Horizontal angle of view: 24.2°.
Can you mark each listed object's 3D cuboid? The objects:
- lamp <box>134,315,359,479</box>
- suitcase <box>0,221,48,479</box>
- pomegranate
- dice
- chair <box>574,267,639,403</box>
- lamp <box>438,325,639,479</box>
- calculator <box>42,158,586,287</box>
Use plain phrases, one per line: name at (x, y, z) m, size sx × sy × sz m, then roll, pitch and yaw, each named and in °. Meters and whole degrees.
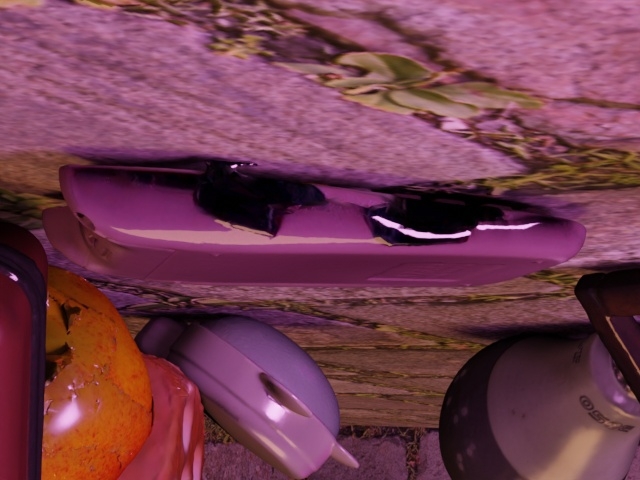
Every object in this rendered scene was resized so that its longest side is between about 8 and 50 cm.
lamp at (-0.073, 0.131, 1.407) m, size 0.246 × 0.108 × 0.179 m, roll 22°, pitch 156°, yaw 39°
suitcase at (-0.315, 0.094, 0.901) m, size 0.297 × 0.236 × 0.161 m, roll 5°, pitch -159°, yaw -4°
pomegranate at (-0.227, 0.115, 1.102) m, size 0.210 × 0.210 × 0.235 m, roll 5°, pitch 156°, yaw -5°
dice at (-0.197, 0.204, 1.289) m, size 0.173 × 0.175 × 0.179 m, roll 4°, pitch 147°, yaw 4°
chair at (0.387, 0.122, 1.041) m, size 0.203 × 0.416 × 0.240 m, roll -7°, pitch -150°, yaw 51°
lamp at (0.207, 0.145, 1.329) m, size 0.181 × 0.182 × 0.314 m, roll 5°, pitch 150°, yaw -4°
calculator at (0.000, 0.001, 0.813) m, size 0.294 × 0.043 × 0.194 m, roll 5°, pitch 170°, yaw -14°
